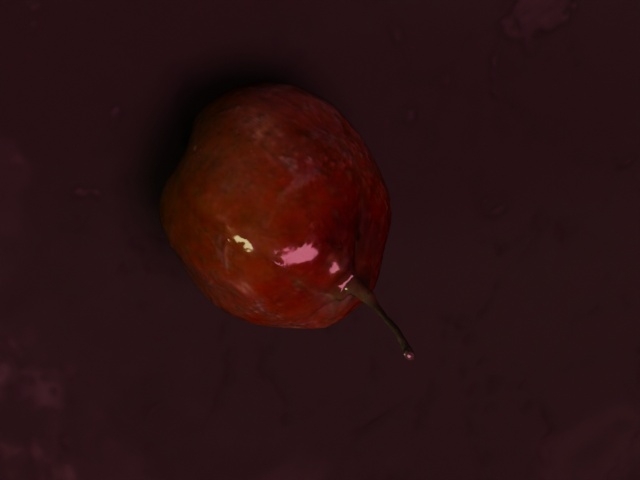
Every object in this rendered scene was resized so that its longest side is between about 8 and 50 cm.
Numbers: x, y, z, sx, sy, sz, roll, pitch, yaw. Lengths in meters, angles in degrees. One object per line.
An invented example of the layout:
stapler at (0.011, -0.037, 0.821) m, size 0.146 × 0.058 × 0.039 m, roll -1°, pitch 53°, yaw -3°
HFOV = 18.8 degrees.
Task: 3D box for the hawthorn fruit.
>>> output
hawthorn fruit at (0.000, 0.000, 0.544) m, size 0.067 × 0.103 × 0.066 m, roll -31°, pitch 141°, yaw -29°
